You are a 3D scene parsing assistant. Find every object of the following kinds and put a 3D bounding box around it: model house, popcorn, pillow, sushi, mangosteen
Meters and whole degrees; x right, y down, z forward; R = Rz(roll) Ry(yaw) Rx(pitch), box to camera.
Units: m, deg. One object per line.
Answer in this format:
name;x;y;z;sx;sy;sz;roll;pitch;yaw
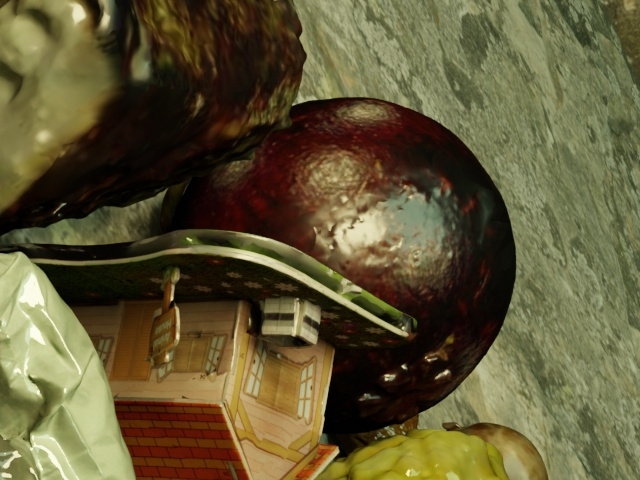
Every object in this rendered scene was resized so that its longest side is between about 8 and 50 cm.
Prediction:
model house;-0.112;0.101;1.128;0.207;0.294;0.154;30;63;-50
popcorn;0.076;0.266;1.389;0.255;0.195;0.256;21;43;-4
pillow;-0.179;0.138;0.966;0.138;0.310;0.283;-19;88;-20
sushi;-0.197;-0.144;1.126;0.294;0.299;0.281;-22;107;-63
mangosteen;0.014;0.009;1.397;0.297;0.297;0.293;34;42;-47

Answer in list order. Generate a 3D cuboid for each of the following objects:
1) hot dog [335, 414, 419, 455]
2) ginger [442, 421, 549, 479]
hot dog;0.056;0.159;1.596;0.099;0.065;0.147;40;46;-42
ginger;0.185;0.351;1.569;0.256;0.176;0.375;32;39;-21
